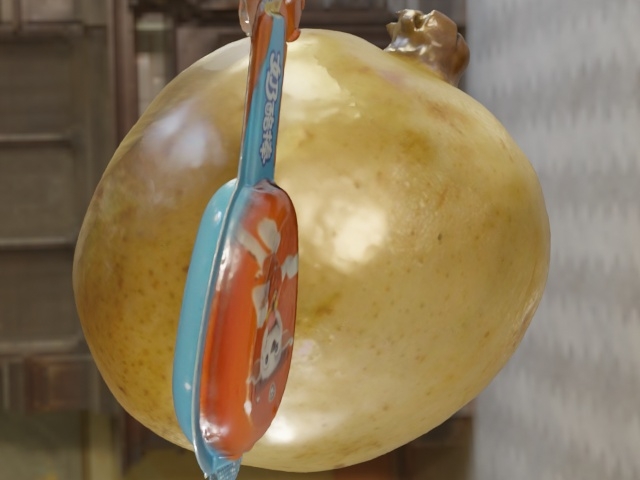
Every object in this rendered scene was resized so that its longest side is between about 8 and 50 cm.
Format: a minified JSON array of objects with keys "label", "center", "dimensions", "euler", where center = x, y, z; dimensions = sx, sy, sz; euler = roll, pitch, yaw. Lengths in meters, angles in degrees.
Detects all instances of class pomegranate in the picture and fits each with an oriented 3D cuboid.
[{"label":"pomegranate","center":[-0.011,0.012,0.960],"dimensions":[0.307,0.307,0.307],"euler":[178,90,-82]}]

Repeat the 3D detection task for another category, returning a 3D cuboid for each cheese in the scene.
[{"label":"cheese","center":[-0.029,-0.012,0.684],"dimensions":[0.106,0.037,0.256],"euler":[-27,-54,-74]}]
